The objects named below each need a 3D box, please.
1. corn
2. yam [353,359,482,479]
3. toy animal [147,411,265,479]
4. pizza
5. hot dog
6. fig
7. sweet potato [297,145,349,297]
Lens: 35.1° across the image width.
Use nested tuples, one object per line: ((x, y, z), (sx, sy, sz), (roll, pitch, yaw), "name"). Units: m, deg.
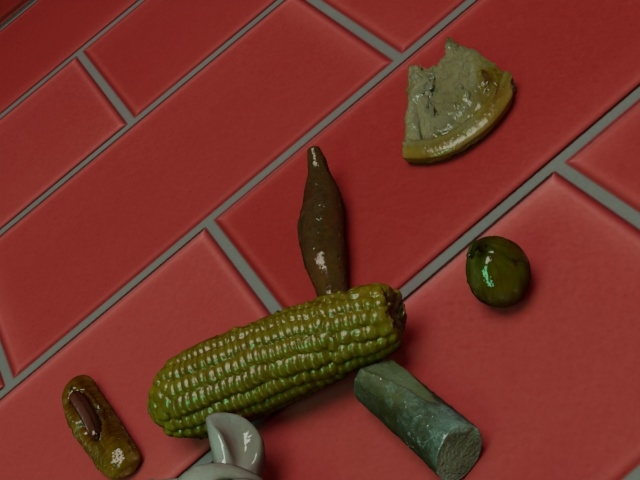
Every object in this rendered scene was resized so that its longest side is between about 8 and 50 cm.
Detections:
((-0.061, 0.148, 1.242), (0.363, 0.120, 0.120), (-26, 41, 17), "corn")
((0.106, 0.193, 1.125), (0.068, 0.068, 0.169), (-44, 42, -7), "yam")
((-0.111, 0.341, 1.084), (0.208, 0.154, 0.325), (-46, 27, 9), "toy animal")
((0.191, -0.220, 1.472), (0.181, 0.034, 0.262), (-23, 42, 19), "pizza")
((-0.311, 0.254, 1.389), (0.066, 0.047, 0.215), (-44, 40, -3), "hot dog")
((0.202, 0.027, 1.184), (0.082, 0.098, 0.084), (8, 47, 43), "fig")
((0.000, 0.000, 1.385), (0.072, 0.066, 0.314), (-25, 44, 26), "sweet potato")
